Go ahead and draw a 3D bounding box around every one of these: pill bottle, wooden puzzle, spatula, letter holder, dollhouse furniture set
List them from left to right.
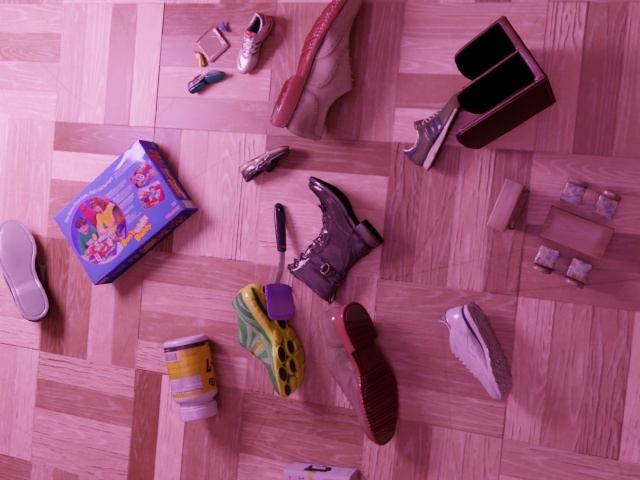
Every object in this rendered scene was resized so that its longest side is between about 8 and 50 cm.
[{"bbox_3d":[-0.333,0.355,1.970,0.119,0.119,0.209,-12,88,20],"label":"pill bottle"},{"bbox_3d":[-0.285,-0.514,1.988,0.116,0.014,0.079,-31,85,18],"label":"wooden puzzle"},{"bbox_3d":[-0.101,0.051,1.908,0.030,0.084,0.297,-8,80,53],"label":"spatula"},{"bbox_3d":[0.357,-0.315,1.603,0.214,0.302,0.152,-34,80,18],"label":"letter holder"},{"bbox_3d":[0.500,-0.036,1.632,0.242,0.161,0.212,24,99,18],"label":"dollhouse furniture set"}]

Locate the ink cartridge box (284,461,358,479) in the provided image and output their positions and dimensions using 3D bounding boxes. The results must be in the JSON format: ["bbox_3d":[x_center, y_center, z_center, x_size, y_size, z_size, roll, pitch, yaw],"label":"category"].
[{"bbox_3d":[0.000,0.629,1.878,0.175,0.072,0.128,0,92,20],"label":"ink cartridge box"}]

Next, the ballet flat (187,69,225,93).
[{"bbox_3d":[-0.301,-0.425,1.984,0.114,0.041,0.041,-24,83,18],"label":"ballet flat"}]

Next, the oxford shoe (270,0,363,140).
[{"bbox_3d":[0.023,-0.432,1.838,0.146,0.140,0.397,26,96,-14],"label":"oxford shoe"}]

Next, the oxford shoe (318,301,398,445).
[{"bbox_3d":[0.090,0.323,1.836,0.130,0.123,0.348,-17,86,46],"label":"oxford shoe"}]

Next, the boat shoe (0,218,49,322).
[{"bbox_3d":[-0.854,0.091,2.164,0.114,0.091,0.303,-11,80,-24],"label":"boat shoe"}]

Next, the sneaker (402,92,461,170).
[{"bbox_3d":[0.258,-0.265,1.766,0.086,0.064,0.192,28,104,12],"label":"sneaker"}]

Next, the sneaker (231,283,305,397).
[{"bbox_3d":[-0.133,0.253,1.917,0.123,0.109,0.296,-26,85,44],"label":"sneaker"}]

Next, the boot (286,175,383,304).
[{"bbox_3d":[0.000,0.000,1.854,0.229,0.091,0.263,-44,79,15],"label":"boot"}]

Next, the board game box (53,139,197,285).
[{"bbox_3d":[-0.532,-0.073,2.054,0.347,0.078,0.233,-37,79,17],"label":"board game box"}]

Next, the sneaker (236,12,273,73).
[{"bbox_3d":[-0.179,-0.502,1.916,0.057,0.075,0.161,32,101,17],"label":"sneaker"}]

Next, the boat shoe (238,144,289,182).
[{"bbox_3d":[-0.137,-0.194,1.923,0.152,0.056,0.049,-24,88,29],"label":"boat shoe"}]

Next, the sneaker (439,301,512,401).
[{"bbox_3d":[0.359,0.261,1.742,0.094,0.090,0.235,-28,78,31],"label":"sneaker"}]
